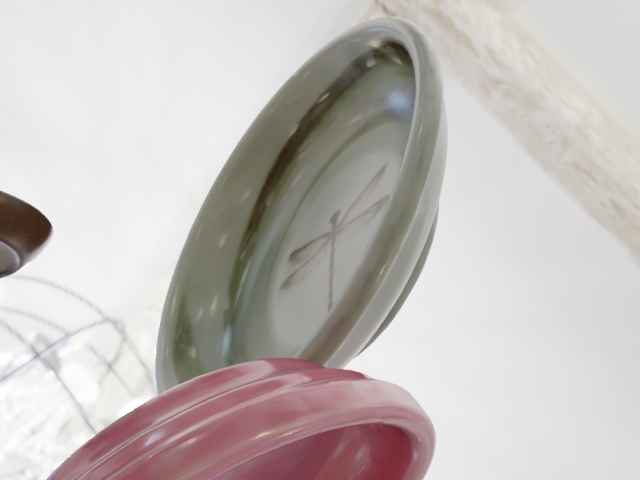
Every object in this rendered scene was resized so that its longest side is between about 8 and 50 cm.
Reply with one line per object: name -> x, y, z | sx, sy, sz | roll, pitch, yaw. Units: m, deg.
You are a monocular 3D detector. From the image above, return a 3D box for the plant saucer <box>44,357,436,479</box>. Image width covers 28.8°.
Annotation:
plant saucer -> -0.079, 0.190, 0.857 | 0.084, 0.332, 0.332 | 55, -43, 28

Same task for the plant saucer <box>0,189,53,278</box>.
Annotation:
plant saucer -> -0.283, -0.003, 0.916 | 0.168, 0.168, 0.029 | -21, -121, 42

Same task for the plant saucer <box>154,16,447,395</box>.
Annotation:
plant saucer -> 0.000, 0.000, 1.090 | 0.100, 0.400, 0.400 | 29, -42, -23
